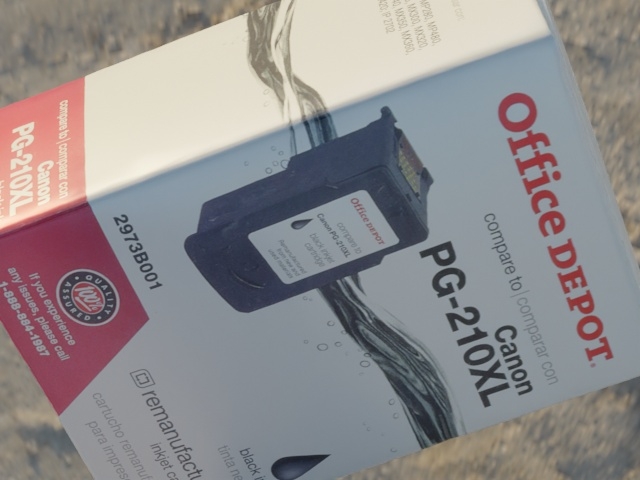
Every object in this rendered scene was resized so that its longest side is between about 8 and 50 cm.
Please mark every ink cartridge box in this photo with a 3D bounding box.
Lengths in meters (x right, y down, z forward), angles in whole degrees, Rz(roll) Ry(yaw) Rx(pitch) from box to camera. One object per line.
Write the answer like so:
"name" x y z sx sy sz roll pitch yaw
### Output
"ink cartridge box" 0.000 0.000 0.767 0.237 0.172 0.100 -20 35 7
